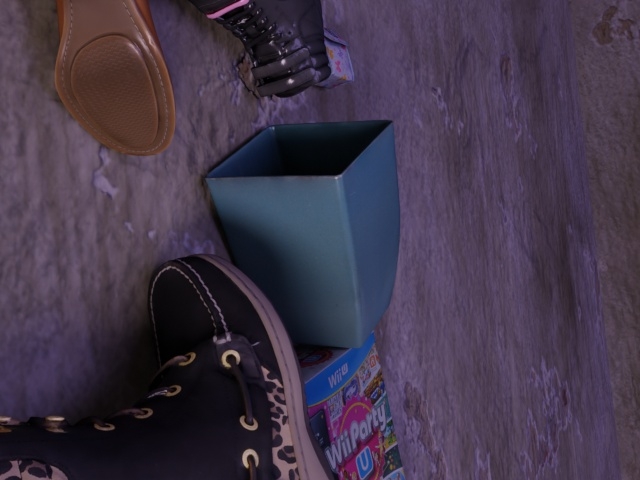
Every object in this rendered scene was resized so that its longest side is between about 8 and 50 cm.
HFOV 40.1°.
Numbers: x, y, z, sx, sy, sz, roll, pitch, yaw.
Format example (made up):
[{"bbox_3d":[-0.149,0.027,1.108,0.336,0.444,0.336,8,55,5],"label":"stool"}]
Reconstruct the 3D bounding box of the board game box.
[{"bbox_3d":[0.008,0.285,1.036,0.224,0.097,0.303,-26,105,-59],"label":"board game box"}]

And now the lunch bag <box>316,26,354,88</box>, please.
[{"bbox_3d":[0.007,-0.256,1.197,0.071,0.053,0.083,-1,75,-61],"label":"lunch bag"}]

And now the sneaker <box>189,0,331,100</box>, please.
[{"bbox_3d":[-0.066,-0.243,1.010,0.296,0.105,0.146,-8,86,-65],"label":"sneaker"}]

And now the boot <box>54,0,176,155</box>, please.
[{"bbox_3d":[-0.193,-0.242,0.819,0.220,0.109,0.283,-85,158,-48],"label":"boot"}]

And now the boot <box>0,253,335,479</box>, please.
[{"bbox_3d":[-0.153,0.155,0.706,0.284,0.138,0.377,6,47,-37],"label":"boot"}]

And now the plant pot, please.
[{"bbox_3d":[0.000,0.000,1.025,0.166,0.165,0.234,-48,133,-53],"label":"plant pot"}]
